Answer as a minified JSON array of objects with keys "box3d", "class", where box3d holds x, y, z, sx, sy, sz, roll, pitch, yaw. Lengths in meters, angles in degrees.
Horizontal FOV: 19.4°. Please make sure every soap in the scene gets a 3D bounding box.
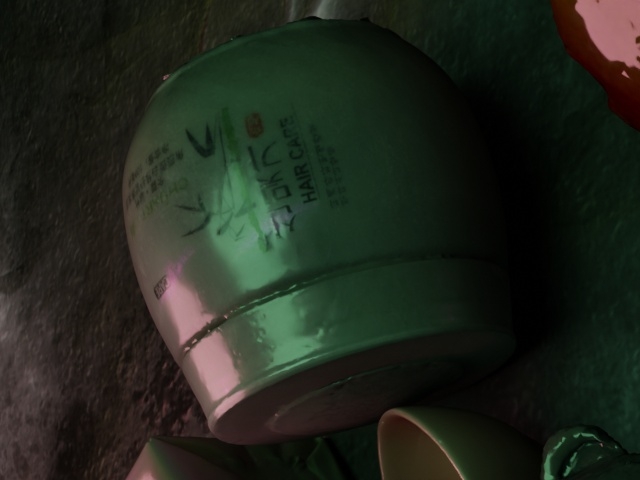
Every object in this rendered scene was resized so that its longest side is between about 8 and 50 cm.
[{"box3d":[-0.081,0.262,1.479,0.199,0.182,0.138,-57,48,27],"class":"soap"}]

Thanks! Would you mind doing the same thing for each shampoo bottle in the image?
[{"box3d":[0.000,0.000,1.360,0.273,0.273,0.266,-35,63,40],"class":"shampoo bottle"}]

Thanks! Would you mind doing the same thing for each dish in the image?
[{"box3d":[0.119,0.207,1.298,0.213,0.090,0.213,167,90,-72],"class":"dish"}]

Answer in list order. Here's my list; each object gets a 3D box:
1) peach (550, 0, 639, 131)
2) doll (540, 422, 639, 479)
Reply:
[{"box3d":[0.299,-0.238,1.011,0.310,0.335,0.406,8,85,42],"class":"peach"},{"box3d":[0.268,0.263,1.137,0.340,0.158,0.246,20,88,20],"class":"doll"}]
